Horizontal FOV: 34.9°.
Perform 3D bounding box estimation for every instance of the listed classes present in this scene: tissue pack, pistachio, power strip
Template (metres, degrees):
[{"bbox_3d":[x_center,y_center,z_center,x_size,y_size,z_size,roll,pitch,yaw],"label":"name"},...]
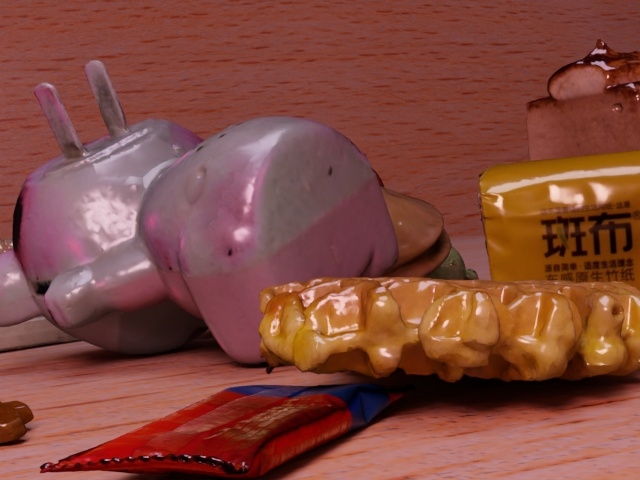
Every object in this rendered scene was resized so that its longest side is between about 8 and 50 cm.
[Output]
[{"bbox_3d":[0.269,-0.009,0.846,0.271,0.133,0.192,-5,2,9],"label":"tissue pack"},{"bbox_3d":[0.000,0.000,0.994,0.261,0.162,0.212,-2,35,15],"label":"pistachio"},{"bbox_3d":[-0.321,0.091,0.972,0.227,0.029,0.080,-6,2,-40],"label":"power strip"}]

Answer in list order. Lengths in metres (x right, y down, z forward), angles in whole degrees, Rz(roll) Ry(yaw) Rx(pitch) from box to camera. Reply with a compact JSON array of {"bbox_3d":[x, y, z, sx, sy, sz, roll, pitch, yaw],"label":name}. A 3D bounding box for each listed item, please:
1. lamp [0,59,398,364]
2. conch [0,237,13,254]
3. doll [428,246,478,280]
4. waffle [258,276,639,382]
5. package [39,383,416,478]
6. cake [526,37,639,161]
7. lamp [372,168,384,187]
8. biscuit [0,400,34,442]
[{"bbox_3d":[-0.120,-0.025,0.800,0.301,0.247,0.247,-4,28,41],"label":"lamp"},{"bbox_3d":[-0.371,0.060,1.065,0.207,0.130,0.155,-36,-56,21],"label":"conch"},{"bbox_3d":[0.097,0.034,1.152,0.115,0.077,0.150,8,-19,-42],"label":"doll"},{"bbox_3d":[0.064,0.047,0.578,0.249,0.056,0.253,-2,-2,41],"label":"waffle"},{"bbox_3d":[-0.027,0.081,0.452,0.083,0.022,0.200,-2,-1,24],"label":"package"},{"bbox_3d":[0.379,-0.104,1.258,0.199,0.292,0.196,-11,5,-35],"label":"cake"},{"bbox_3d":[0.000,-0.031,1.563,0.227,0.226,0.227,-5,1,0],"label":"lamp"},{"bbox_3d":[-0.195,0.098,0.526,0.092,0.016,0.082,-7,7,-37],"label":"biscuit"}]
